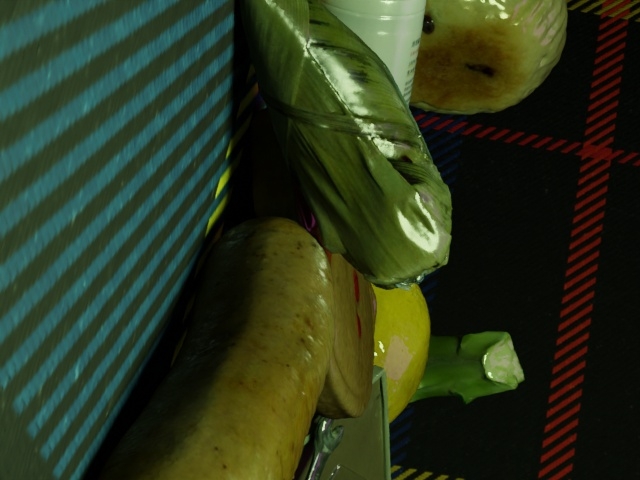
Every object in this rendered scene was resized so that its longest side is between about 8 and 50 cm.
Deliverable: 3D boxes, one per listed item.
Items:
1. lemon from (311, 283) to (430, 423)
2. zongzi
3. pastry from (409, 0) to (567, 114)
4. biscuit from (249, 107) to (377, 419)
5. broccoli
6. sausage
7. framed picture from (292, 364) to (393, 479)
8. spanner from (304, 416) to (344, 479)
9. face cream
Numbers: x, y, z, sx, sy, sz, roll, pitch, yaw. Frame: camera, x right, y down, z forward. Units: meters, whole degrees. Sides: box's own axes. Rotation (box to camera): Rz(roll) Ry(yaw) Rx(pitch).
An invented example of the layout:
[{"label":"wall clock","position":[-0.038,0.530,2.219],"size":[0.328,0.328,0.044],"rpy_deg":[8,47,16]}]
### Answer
[{"label":"lemon","position":[0.028,0.126,1.738],"size":[0.263,0.236,0.236],"rpy_deg":[-46,156,-34]},{"label":"zongzi","position":[0.018,-0.090,1.188],"size":[0.251,0.125,0.274],"rpy_deg":[66,9,22]},{"label":"pastry","position":[0.246,-0.412,2.372],"size":[0.388,0.388,0.312],"rpy_deg":[96,4,-50]},{"label":"biscuit","position":[0.000,0.000,1.461],"size":[0.359,0.074,0.381],"rpy_deg":[50,35,-72]},{"label":"broccoli","position":[0.108,0.245,2.189],"size":[0.275,0.397,0.353],"rpy_deg":[-24,133,-54]},{"label":"sausage","position":[-0.069,0.125,1.061],"size":[0.123,0.136,0.501],"rpy_deg":[-39,-166,25]},{"label":"framed picture","position":[0.023,0.293,1.610],"size":[0.189,0.023,0.260],"rpy_deg":[-38,139,-37]},{"label":"spanner","position":[-0.026,0.310,1.499],"size":[0.054,0.015,0.254],"rpy_deg":[29,79,-53]},{"label":"face cream","position":[0.057,-0.290,1.671],"size":[0.145,0.145,0.369],"rpy_deg":[-71,169,-63]}]
